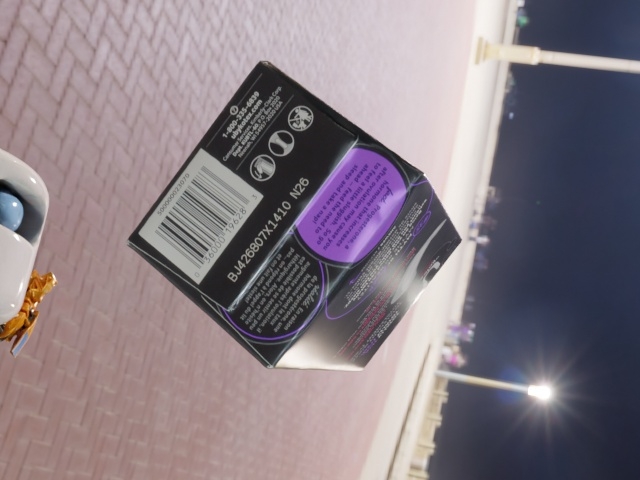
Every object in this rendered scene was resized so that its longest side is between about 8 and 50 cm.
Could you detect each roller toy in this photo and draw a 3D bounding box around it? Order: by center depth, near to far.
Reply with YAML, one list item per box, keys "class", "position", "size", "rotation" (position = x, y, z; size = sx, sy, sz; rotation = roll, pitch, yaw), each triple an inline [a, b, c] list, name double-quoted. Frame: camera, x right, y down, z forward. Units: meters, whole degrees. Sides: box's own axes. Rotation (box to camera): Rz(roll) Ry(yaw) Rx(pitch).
- class: "roller toy"
  position: [-0.339, -0.016, 0.667]
  size: [0.191, 0.209, 0.146]
  rotation: [21, 69, -33]

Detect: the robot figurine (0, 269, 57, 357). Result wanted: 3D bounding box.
- class: "robot figurine"
  position: [-0.448, 0.090, 0.998]
  size: [0.291, 0.085, 0.211]
  rotation: [-79, 154, -57]

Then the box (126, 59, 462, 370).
- class: "box"
  position: [0.000, 0.000, 0.634]
  size: [0.165, 0.143, 0.270]
  rotation: [-52, 162, 2]
